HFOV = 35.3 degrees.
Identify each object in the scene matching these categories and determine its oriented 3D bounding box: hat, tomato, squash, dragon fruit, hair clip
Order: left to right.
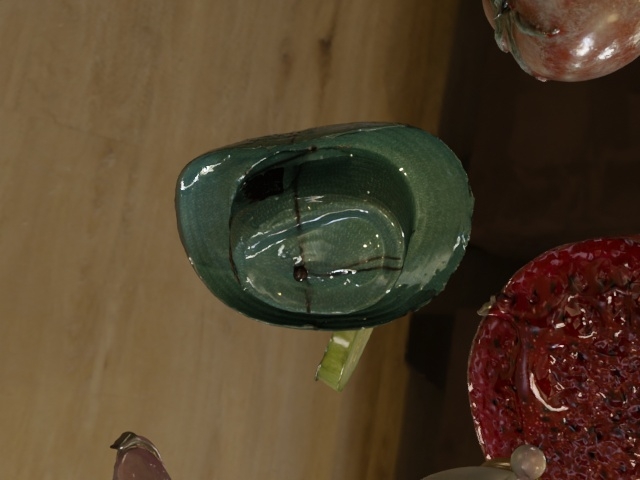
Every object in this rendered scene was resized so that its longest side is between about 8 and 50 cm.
[{"bbox_3d":[-0.166,0.398,1.197,0.110,0.095,0.359,-25,92,-36],"label":"hair clip"},{"bbox_3d":[0.000,0.000,0.607,0.078,0.191,0.138,-84,167,-59],"label":"hat"},{"bbox_3d":[0.057,0.109,1.406,0.041,0.219,0.219,27,65,8],"label":"squash"},{"bbox_3d":[0.362,-0.387,1.454,0.282,0.317,0.317,-23,105,-3],"label":"tomato"},{"bbox_3d":[0.348,0.157,1.012,0.249,0.386,0.371,-17,58,-44],"label":"dragon fruit"}]

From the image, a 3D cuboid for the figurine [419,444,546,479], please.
[{"bbox_3d":[0.073,0.264,0.623,0.194,0.133,0.274,40,80,10],"label":"figurine"}]
